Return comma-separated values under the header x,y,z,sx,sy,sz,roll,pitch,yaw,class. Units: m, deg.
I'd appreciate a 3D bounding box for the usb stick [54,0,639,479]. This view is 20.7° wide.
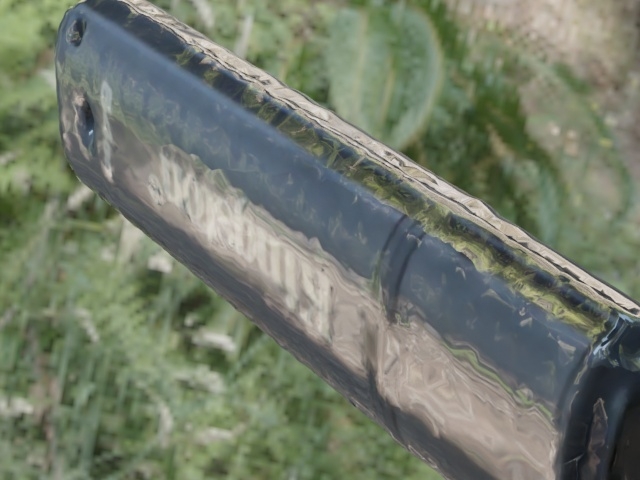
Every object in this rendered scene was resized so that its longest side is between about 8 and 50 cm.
x,y,z,sx,sy,sz,roll,pitch,yaw,class
0.000,0.000,0.484,0.045,0.077,0.278,-24,36,-24,usb stick
